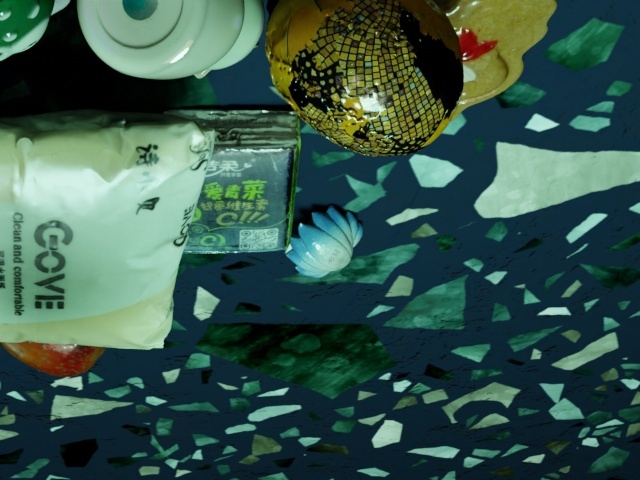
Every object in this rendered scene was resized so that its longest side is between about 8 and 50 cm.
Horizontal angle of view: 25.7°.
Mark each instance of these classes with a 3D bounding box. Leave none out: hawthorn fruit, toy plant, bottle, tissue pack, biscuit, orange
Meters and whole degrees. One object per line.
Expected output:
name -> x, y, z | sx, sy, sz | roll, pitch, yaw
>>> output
hawthorn fruit -> -0.371, 0.088, 1.900 | 0.200, 0.179, 0.179 | 15, 143, -3
toy plant -> -0.335, -0.241, 1.416 | 0.232, 0.112, 0.243 | -25, -179, -36
bottle -> -0.135, -0.238, 1.451 | 0.147, 0.147, 0.236 | -21, 177, 20
tissue pack -> -0.331, -0.024, 1.653 | 0.390, 0.195, 0.375 | -1, 142, -10
biscuit -> 0.133, -0.208, 1.662 | 0.202, 0.047, 0.334 | 24, 134, -37
orange -> 0.048, -0.196, 1.488 | 0.182, 0.234, 0.234 | -43, 137, 9
tissue pack -> -0.116, -0.071, 1.791 | 0.173, 0.073, 0.235 | -1, 145, -5

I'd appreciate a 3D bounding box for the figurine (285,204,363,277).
figurine -> 0.000, 0.000, 1.920 | 0.114, 0.079, 0.114 | -11, 131, -13
